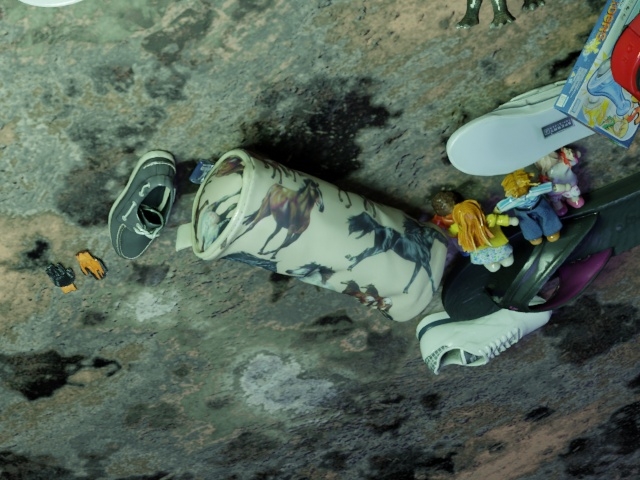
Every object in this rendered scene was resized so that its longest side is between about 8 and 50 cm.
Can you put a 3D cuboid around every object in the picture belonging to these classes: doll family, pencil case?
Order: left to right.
[{"bbox_3d":[0.000,0.000,2.038,0.410,0.160,0.183,20,151,-34],"label":"pencil case"},{"bbox_3d":[0.288,-0.041,2.110,0.263,0.118,0.163,-26,138,11],"label":"doll family"}]

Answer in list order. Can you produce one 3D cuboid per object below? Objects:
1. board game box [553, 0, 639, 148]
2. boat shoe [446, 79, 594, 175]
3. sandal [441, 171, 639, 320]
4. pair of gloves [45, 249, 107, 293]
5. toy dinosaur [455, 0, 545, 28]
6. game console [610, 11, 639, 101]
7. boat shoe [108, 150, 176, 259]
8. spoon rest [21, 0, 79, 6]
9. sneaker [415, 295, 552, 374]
[{"bbox_3d":[0.417,-0.243,1.919,0.136,0.035,0.201,23,96,-37],"label":"board game box"},{"bbox_3d":[0.300,-0.166,2.000,0.258,0.084,0.095,-16,115,-3],"label":"boat shoe"},{"bbox_3d":[0.394,0.023,2.225,0.446,0.107,0.167,-28,138,14],"label":"sandal"},{"bbox_3d":[-0.364,0.046,2.086,0.083,0.010,0.074,-20,141,9],"label":"pair of gloves"},{"bbox_3d":[0.220,-0.359,1.730,0.313,0.121,0.160,-24,107,-10],"label":"toy dinosaur"},{"bbox_3d":[0.594,-0.308,1.893,0.386,0.060,0.342,-48,141,15],"label":"game console"},{"bbox_3d":[-0.253,-0.035,1.989,0.075,0.065,0.206,6,135,-23],"label":"boat shoe"},{"bbox_3d":[-0.253,-0.354,1.620,0.276,0.084,0.137,-24,138,8],"label":"spoon rest"},{"bbox_3d":[0.282,0.162,2.357,0.235,0.095,0.090,-16,138,-2],"label":"sneaker"}]
